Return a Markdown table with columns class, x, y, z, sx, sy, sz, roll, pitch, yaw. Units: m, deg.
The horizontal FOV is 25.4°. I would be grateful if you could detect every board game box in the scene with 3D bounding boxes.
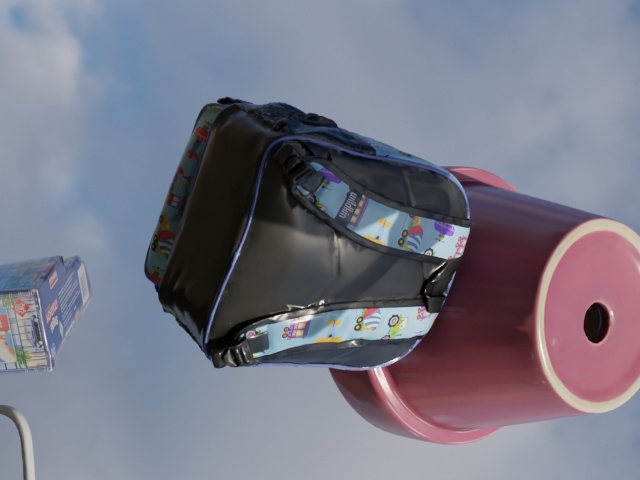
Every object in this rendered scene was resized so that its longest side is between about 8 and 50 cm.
| class | x | y | z | sx | sy | sz | roll | pitch | yaw |
| --- | --- | --- | --- | --- | --- | --- | --- | --- | --- |
| board game box | -0.274 | 0.052 | 1.010 | 0.194 | 0.194 | 0.060 | -98 | 180 | -78 |

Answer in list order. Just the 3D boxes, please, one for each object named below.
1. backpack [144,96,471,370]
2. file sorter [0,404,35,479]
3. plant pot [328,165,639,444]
| class | x | y | z | sx | sy | sz | roll | pitch | yaw |
| --- | --- | --- | --- | --- | --- | --- | --- | --- | --- |
| backpack | 0.000 | 0.000 | 0.882 | 0.117 | 0.173 | 0.158 | 36 | -67 | 50 |
| file sorter | -0.326 | 0.186 | 0.852 | 0.193 | 0.277 | 0.173 | -17 | -108 | 36 |
| plant pot | 0.128 | 0.047 | 0.988 | 0.180 | 0.201 | 0.201 | 1 | -85 | 51 |
